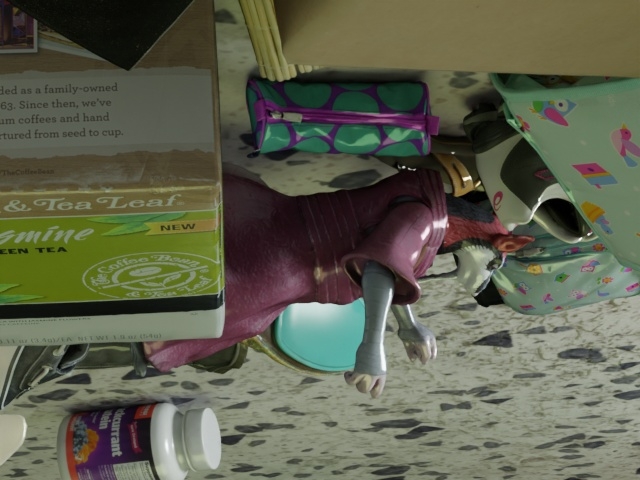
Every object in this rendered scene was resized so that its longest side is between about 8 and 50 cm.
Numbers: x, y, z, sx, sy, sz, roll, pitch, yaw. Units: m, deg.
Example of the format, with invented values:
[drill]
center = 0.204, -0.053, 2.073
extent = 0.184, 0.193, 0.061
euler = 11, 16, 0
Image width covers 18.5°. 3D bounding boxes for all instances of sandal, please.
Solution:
[sandal]
center = 0.102, -0.063, 1.733
extent = 0.180, 0.049, 0.072
euler = 14, 154, -41

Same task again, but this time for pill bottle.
[pill bottle]
center = -0.231, 0.265, 2.515
extent = 0.193, 0.108, 0.108
euler = -8, 160, 12

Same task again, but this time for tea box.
[tea box]
center = -0.235, -0.071, 1.400
extent = 0.329, 0.220, 0.323
euler = -3, 159, -3

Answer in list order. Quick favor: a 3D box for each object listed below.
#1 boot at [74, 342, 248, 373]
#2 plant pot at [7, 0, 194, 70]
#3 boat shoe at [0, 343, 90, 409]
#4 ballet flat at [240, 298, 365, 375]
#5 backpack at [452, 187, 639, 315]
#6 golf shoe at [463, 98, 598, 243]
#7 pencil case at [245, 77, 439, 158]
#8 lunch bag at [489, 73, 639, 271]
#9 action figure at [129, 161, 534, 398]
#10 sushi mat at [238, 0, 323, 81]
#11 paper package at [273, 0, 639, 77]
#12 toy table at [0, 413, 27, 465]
[boot]
center = -0.191, 0.104, 2.145
extent = 0.208, 0.076, 0.190
euler = 9, 156, -15
[plant pot]
center = -0.131, -0.231, 1.054
extent = 0.167, 0.187, 0.188
euler = 18, 154, -19
[boat shoe]
center = -0.291, 0.104, 2.037
extent = 0.102, 0.108, 0.301
euler = 14, 147, -12
[ballet flat]
center = -0.077, 0.052, 1.964
extent = 0.123, 0.123, 0.348
euler = -15, 158, 31
[backpack]
center = 0.221, 0.003, 1.843
extent = 0.182, 0.115, 0.152
euler = -11, 157, 13
[golf shoe]
center = 0.238, -0.048, 1.699
extent = 0.272, 0.120, 0.105
euler = 9, 156, -34
[pencil case]
center = 0.015, -0.099, 1.595
extent = 0.151, 0.065, 0.070
euler = 0, -175, -10
[lunch bag]
center = 0.282, -0.095, 1.433
extent = 0.262, 0.160, 0.223
euler = -19, 133, 26
[action figure]
center = 0.000, 0.000, 1.700
extent = 0.370, 0.276, 0.248
euler = -14, 179, -3
[sushi mat]
center = 0.012, -0.191, 1.388
extent = 0.151, 0.019, 0.316
euler = -12, 160, 2
[paper package]
center = 0.158, -0.228, 1.039
extent = 0.309, 0.168, 0.325
euler = 0, 158, -33
[toy table]
center = -0.430, 0.261, 2.061
extent = 0.274, 0.161, 0.252
euler = 7, 169, -39
